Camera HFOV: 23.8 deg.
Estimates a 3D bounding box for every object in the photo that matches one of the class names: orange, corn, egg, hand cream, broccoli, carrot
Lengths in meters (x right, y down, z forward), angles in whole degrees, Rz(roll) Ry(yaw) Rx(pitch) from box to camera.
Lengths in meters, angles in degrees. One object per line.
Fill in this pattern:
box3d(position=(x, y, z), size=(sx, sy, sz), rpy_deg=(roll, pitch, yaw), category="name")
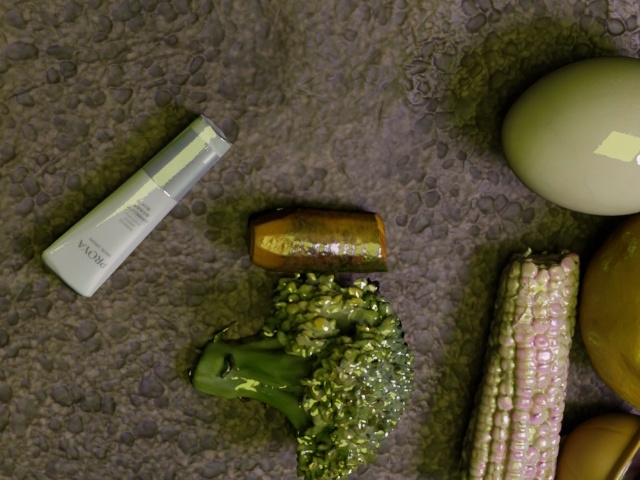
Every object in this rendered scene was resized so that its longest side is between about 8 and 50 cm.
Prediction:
box3d(position=(0.449, 0.087, 1.824), size=(0.279, 0.235, 0.279), rpy_deg=(-1, 103, -6), category="orange")
box3d(position=(0.251, 0.174, 1.867), size=(0.126, 0.126, 0.335), rpy_deg=(6, 105, -14), category="corn")
box3d(position=(0.331, -0.121, 1.762), size=(0.241, 0.186, 0.186), rpy_deg=(-7, 108, -5), category="egg")
box3d(position=(-0.211, -0.042, 1.743), size=(0.255, 0.048, 0.079), rpy_deg=(-44, 111, 4), category="hand cream")
box3d(position=(-0.010, 0.170, 1.778), size=(0.273, 0.180, 0.242), rpy_deg=(-1, 107, -11), category="broccoli")
box3d(position=(0.000, 0.000, 1.784), size=(0.173, 0.082, 0.082), rpy_deg=(-1, 106, -11), category="carrot")

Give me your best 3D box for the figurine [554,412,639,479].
box3d(position=(0.393, 0.338, 1.887), size=(0.167, 0.192, 0.257), rpy_deg=(-17, 65, -22), category="figurine")
